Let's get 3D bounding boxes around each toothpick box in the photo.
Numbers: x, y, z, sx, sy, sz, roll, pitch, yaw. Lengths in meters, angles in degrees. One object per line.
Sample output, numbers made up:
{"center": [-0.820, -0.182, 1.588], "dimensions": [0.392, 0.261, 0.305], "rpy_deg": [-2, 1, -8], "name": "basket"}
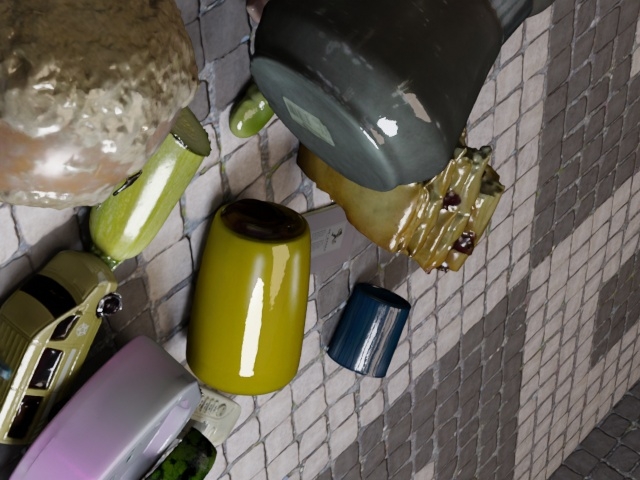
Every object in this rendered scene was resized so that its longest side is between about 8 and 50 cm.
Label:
{"center": [-0.100, 0.076, 1.942], "dimensions": [0.175, 0.175, 0.271], "rpy_deg": [-22, 131, -46], "name": "toothpick box"}

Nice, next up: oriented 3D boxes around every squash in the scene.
{"center": [-0.226, -0.055, 1.680], "dimensions": [0.137, 0.137, 0.287], "rpy_deg": [-3, 119, -55], "name": "squash"}

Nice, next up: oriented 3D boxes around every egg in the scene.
{"center": [-0.278, -0.166, 1.382], "dimensions": [0.310, 0.279, 0.279], "rpy_deg": [-40, 145, -39], "name": "egg"}

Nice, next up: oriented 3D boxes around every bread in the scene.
{"center": [0.113, -0.148, 1.938], "dimensions": [0.191, 0.314, 0.370], "rpy_deg": [-21, 139, -35], "name": "bread"}

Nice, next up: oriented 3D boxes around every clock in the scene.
{"center": [-0.298, 0.289, 1.794], "dimensions": [0.338, 0.102, 0.338], "rpy_deg": [-51, 172, -10], "name": "clock"}

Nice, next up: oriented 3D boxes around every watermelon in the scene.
{"center": [-0.227, 0.351, 1.947], "dimensions": [0.119, 0.063, 0.245], "rpy_deg": [-36, -172, 36], "name": "watermelon"}

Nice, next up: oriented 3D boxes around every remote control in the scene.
{"center": [-0.206, 0.268, 2.074], "dimensions": [0.090, 0.049, 0.230], "rpy_deg": [-58, 150, -1], "name": "remote control"}

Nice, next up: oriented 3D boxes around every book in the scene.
{"center": [0.000, 0.000, 2.174], "dimensions": [0.182, 0.014, 0.127], "rpy_deg": [-19, 132, -48], "name": "book"}

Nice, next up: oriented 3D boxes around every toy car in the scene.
{"center": [-0.360, 0.134, 1.679], "dimensions": [0.124, 0.101, 0.256], "rpy_deg": [8, 111, -56], "name": "toy car"}

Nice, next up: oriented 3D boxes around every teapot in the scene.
{"center": [0.089, -0.288, 1.698], "dimensions": [0.362, 0.376, 0.305], "rpy_deg": [-48, 148, -13], "name": "teapot"}

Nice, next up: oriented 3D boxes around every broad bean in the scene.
{"center": [-0.095, -0.180, 1.849], "dimensions": [0.083, 0.045, 0.063], "rpy_deg": [-56, 149, 10], "name": "broad bean"}

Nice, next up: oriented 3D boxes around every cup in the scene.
{"center": [0.084, 0.152, 2.364], "dimensions": [0.113, 0.150, 0.138], "rpy_deg": [16, 104, -24], "name": "cup"}
